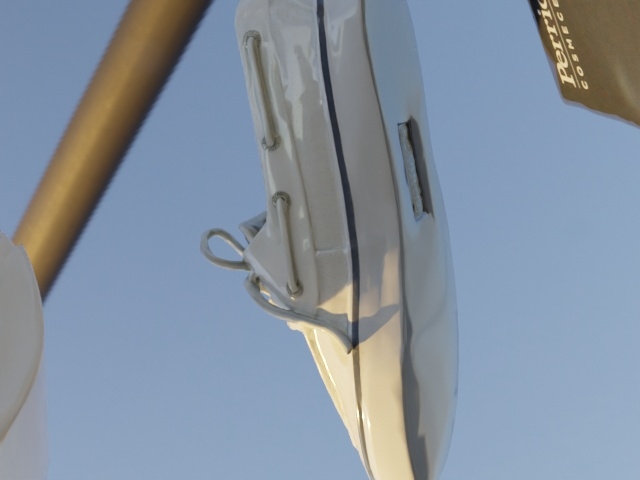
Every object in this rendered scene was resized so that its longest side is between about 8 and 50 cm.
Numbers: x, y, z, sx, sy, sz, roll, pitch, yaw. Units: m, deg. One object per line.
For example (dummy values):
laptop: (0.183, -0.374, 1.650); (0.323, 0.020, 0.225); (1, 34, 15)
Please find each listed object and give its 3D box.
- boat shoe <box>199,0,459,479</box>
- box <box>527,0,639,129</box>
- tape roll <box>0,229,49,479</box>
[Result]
boat shoe: (-0.004, 0.000, 0.766); (0.136, 0.156, 0.367); (-32, -66, -61)
box: (0.218, -0.193, 0.401); (0.212, 0.395, 0.293); (-27, -70, -6)
tape roll: (-0.295, 0.103, 0.686); (0.246, 0.246, 0.169); (-16, -33, -24)
